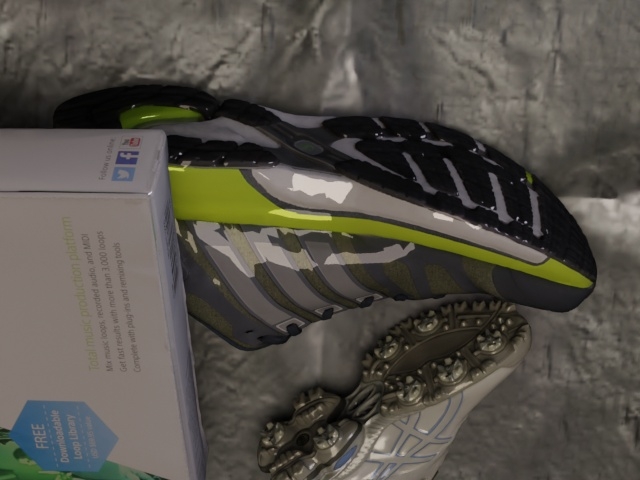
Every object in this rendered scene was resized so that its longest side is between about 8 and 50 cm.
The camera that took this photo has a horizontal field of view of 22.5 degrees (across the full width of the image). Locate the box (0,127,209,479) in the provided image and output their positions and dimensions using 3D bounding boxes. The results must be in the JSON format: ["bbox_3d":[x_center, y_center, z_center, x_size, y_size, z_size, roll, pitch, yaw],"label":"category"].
[{"bbox_3d":[-0.228,0.048,0.830,0.322,0.058,0.232,1,131,6],"label":"box"}]

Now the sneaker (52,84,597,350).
[{"bbox_3d":[0.000,0.000,0.873,0.300,0.111,0.121,11,120,-3],"label":"sneaker"}]

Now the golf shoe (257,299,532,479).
[{"bbox_3d":[0.052,0.102,0.927,0.176,0.069,0.086,-32,126,10],"label":"golf shoe"}]
